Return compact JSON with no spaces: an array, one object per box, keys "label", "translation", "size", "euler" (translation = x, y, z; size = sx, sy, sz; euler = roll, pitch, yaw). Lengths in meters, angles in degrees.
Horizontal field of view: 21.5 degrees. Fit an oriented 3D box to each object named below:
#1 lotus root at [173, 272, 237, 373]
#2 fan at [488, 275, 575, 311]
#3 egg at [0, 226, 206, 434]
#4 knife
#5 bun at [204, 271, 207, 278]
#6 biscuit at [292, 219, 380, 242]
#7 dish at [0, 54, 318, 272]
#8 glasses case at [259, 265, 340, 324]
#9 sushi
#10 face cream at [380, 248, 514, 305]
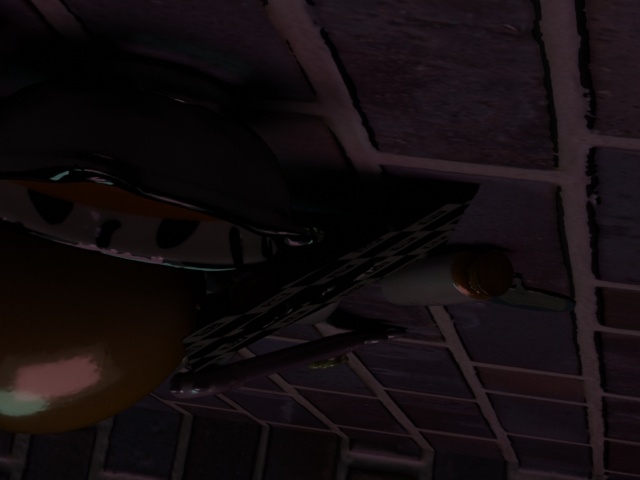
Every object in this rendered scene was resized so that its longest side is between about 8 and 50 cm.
[{"label":"lotus root","translation":[-0.198,0.089,2.022],"size":[0.158,0.140,0.322],"euler":[-12,-178,-28]},{"label":"fan","translation":[0.222,0.058,1.850],"size":[0.113,0.005,0.175],"euler":[7,169,13]},{"label":"egg","translation":[-0.259,0.062,1.669],"size":[0.322,0.250,0.250],"euler":[-18,154,32]},{"label":"knife","translation":[-0.045,0.153,2.100],"size":[0.132,0.038,0.398],"euler":[-11,179,39]},{"label":"bun","translation":[-0.178,0.020,1.833],"size":[0.115,0.069,0.115],"euler":[7,168,2]},{"label":"biscuit","translation":[0.000,0.000,1.723],"size":[0.152,0.020,0.152],"euler":[8,167,2]},{"label":"dish","translation":[-0.143,-0.064,1.311],"size":[0.303,0.120,0.303],"euler":[9,168,2]},{"label":"glasses case","translation":[-0.028,0.059,1.915],"size":[0.092,0.059,0.233],"euler":[9,167,-5]},{"label":"sushi","translation":[-0.005,0.023,1.566],"size":[0.290,0.050,0.264],"euler":[-26,171,-7]},{"label":"face cream","translation":[0.128,0.040,1.735],"size":[0.072,0.051,0.182],"euler":[17,167,-27]}]
